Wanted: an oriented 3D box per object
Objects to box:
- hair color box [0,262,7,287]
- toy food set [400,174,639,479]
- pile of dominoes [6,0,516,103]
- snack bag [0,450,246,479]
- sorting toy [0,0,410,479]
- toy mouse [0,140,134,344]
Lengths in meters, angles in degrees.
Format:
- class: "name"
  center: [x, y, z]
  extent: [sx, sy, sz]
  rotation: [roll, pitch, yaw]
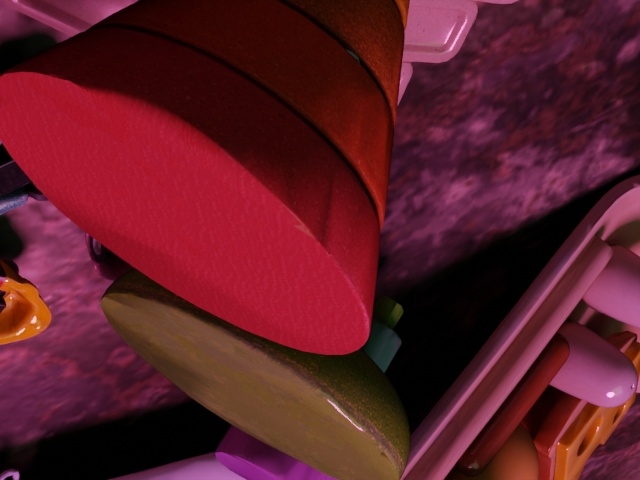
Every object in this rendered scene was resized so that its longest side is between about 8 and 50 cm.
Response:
- class: "hair color box"
  center: [-0.138, -0.030, 0.345]
  extent: [0.072, 0.141, 0.043]
  rotation: [15, 122, -49]
- class: "toy food set"
  center: [0.123, 0.133, 0.740]
  extent: [0.306, 0.092, 0.220]
  rotation: [-47, 153, -24]
- class: "pile of dominoes"
  center: [0.022, -0.146, 0.442]
  extent: [0.251, 0.040, 0.196]
  rotation: [-42, 139, 22]
- class: "snack bag"
  center: [-0.126, 0.262, 0.606]
  extent: [0.342, 0.323, 0.037]
  rotation: [-11, 178, -30]
- class: "sorting toy"
  center: [0.000, 0.000, 0.506]
  extent: [0.126, 0.127, 0.365]
  rotation: [-58, 163, -19]
- class: "toy mouse"
  center: [-0.092, -0.018, 0.497]
  extent: [0.161, 0.031, 0.143]
  rotation: [11, 127, -48]
